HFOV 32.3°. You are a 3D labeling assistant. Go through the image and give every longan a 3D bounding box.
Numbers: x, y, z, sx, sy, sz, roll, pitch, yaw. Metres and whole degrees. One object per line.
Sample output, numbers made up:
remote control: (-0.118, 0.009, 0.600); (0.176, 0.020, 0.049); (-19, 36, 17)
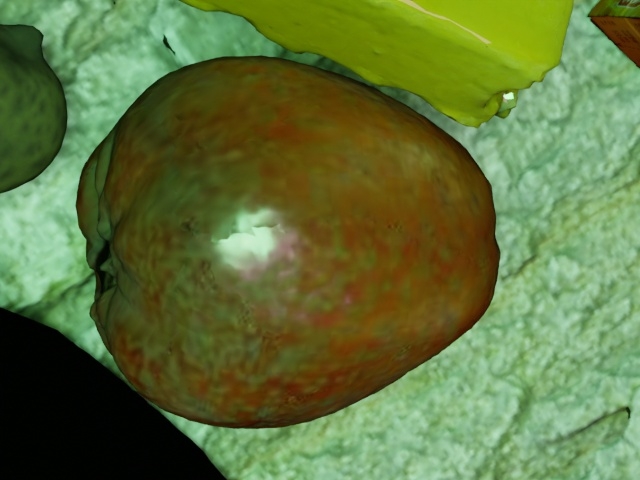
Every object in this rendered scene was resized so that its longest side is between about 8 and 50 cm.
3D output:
longan: (-0.195, -0.076, 0.616); (0.113, 0.092, 0.113); (-2, 100, -9)

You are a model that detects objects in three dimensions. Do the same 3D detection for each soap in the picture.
soap: (0.060, -0.243, 0.575); (0.204, 0.096, 0.325); (20, 74, -17)

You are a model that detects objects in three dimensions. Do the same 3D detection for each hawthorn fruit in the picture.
hawthorn fruit: (0.000, 0.000, 0.623); (0.262, 0.210, 0.211); (-2, 102, -27)

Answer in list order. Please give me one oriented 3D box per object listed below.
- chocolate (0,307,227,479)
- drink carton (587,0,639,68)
chocolate: (-0.195, 0.262, 0.561); (0.331, 0.384, 0.384); (-40, 106, 6)
drink carton: (0.275, -0.201, 0.681); (0.071, 0.096, 0.223); (39, 91, -16)
